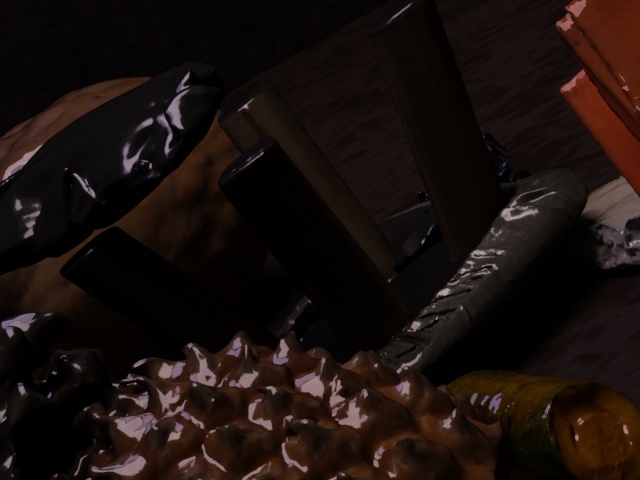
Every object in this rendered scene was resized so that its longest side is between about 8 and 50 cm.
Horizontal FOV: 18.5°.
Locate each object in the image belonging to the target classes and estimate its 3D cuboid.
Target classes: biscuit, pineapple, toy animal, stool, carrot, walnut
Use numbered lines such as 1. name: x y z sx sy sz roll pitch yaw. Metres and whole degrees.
1. biscuit: 0.270 -0.032 1.531 0.265 0.040 0.188 -23 13 29
2. pineapple: -0.090 0.139 1.009 0.357 0.223 0.223 16 26 8
3. toy animal: 0.141 -0.049 1.840 0.108 0.062 0.220 -43 6 34
4. stool: 0.000 0.000 1.529 0.310 0.226 0.310 -27 15 49
5. carrot: 0.127 0.119 1.207 0.082 0.082 0.173 -38 13 -28
6. walnut: -0.199 -0.011 1.916 0.306 0.306 0.344 -16 27 45

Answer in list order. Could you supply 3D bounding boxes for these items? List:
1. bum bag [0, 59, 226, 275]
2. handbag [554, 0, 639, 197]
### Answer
1. bum bag: -0.180 -0.047 1.529 0.326 0.080 0.142 -28 22 33
2. handbag: 0.375 -0.121 1.119 0.410 0.303 0.116 -32 -27 -5
